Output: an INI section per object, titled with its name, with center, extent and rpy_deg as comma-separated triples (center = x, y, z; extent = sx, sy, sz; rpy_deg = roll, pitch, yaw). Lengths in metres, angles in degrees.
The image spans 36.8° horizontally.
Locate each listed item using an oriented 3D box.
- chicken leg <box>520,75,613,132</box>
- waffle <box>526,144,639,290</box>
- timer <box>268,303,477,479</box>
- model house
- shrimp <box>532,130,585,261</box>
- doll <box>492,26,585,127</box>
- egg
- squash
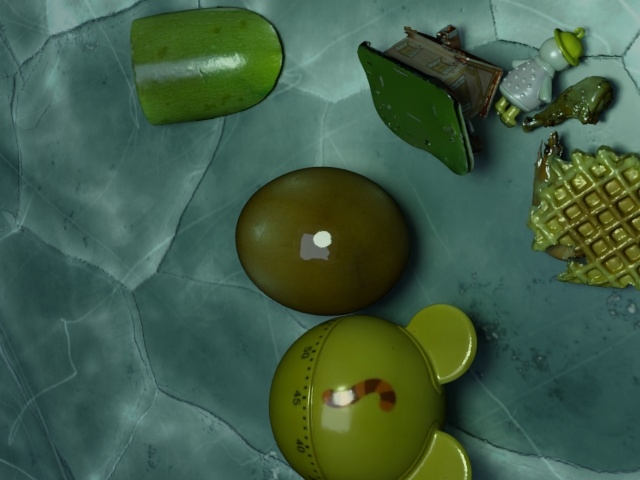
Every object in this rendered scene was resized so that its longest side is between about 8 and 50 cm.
[chicken leg]
center = 0.427, -0.225, 1.671
extent = 0.178, 0.070, 0.093
rpy_deg = -19, 48, 40
[waffle]
center = 0.488, -0.036, 1.649
extent = 0.261, 0.056, 0.250
rpy_deg = 9, 107, 17
[timer]
center = 0.109, 0.309, 1.786
extent = 0.386, 0.376, 0.376
rpy_deg = -4, 96, 28
[model house]
center = 0.219, -0.272, 1.735
extent = 0.294, 0.154, 0.207
rpy_deg = 40, 161, 47
[shrimp]
center = 0.438, -0.078, 1.698
extent = 0.133, 0.053, 0.236
rpy_deg = -1, 101, 31
[doll]
center = 0.382, -0.292, 1.680
extent = 0.207, 0.081, 0.129
rpy_deg = -47, 42, 22
[egg]
center = 0.000, 0.000, 1.828
extent = 0.351, 0.282, 0.283
rpy_deg = 10, 103, 35
[squash]
center = -0.228, -0.379, 2.026
extent = 0.308, 0.210, 0.234
rpy_deg = -9, 93, 2
